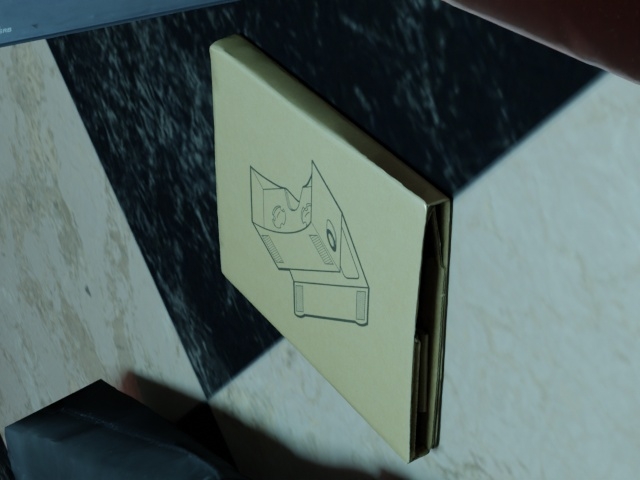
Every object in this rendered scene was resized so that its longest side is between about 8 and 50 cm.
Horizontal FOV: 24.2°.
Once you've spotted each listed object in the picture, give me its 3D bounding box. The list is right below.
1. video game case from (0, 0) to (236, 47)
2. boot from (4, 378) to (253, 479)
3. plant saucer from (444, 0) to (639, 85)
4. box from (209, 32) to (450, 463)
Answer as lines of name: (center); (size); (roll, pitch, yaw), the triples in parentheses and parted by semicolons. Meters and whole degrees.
video game case: (-0.063, -0.182, 0.594); (0.026, 0.196, 0.274); (64, 154, 23)
boot: (-0.071, 0.302, 1.010); (0.445, 0.146, 0.367); (4, 102, 58)
plant saucer: (0.026, -0.127, 0.447); (0.259, 0.258, 0.047); (48, 114, 42)
box: (0.000, 0.000, 0.805); (0.201, 0.021, 0.164); (43, 143, 44)
